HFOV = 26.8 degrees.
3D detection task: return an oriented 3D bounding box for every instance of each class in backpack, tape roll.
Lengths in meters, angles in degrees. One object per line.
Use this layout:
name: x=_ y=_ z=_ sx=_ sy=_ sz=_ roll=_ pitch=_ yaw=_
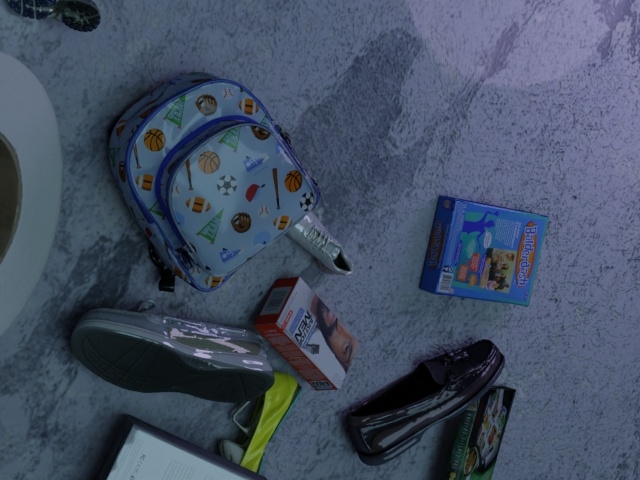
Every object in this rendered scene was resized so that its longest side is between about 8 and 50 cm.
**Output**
backpack: x=-0.154 y=-0.090 z=1.838 sx=0.276 sy=0.213 sz=0.263 roll=-41 pitch=109 yaw=-16
tape roll: x=-0.445 y=-0.044 z=1.610 sx=0.392 sy=0.072 sz=0.392 roll=11 pitch=90 yaw=-67

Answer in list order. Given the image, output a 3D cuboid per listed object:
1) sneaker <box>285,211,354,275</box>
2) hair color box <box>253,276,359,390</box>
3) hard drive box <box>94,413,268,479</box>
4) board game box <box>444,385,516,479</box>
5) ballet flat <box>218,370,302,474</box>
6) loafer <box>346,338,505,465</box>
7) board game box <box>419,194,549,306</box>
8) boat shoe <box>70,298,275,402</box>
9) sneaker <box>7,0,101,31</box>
sneaker: x=0.000 y=0.000 z=2.039 sx=0.152 sy=0.061 sz=0.054 roll=44 pitch=78 yaw=-31
hair color box: x=-0.019 y=0.143 z=2.047 sx=0.167 sy=0.053 sz=0.093 roll=49 pitch=51 yaw=-32
hard drive box: x=-0.210 y=0.382 z=1.926 sx=0.232 sy=0.089 sz=0.181 roll=28 pitch=87 yaw=-14
board game box: x=0.261 y=0.373 z=2.290 sx=0.136 sy=0.030 sz=0.260 roll=12 pitch=94 yaw=-59
ballet flat: x=-0.109 y=0.302 z=2.039 sx=0.077 sy=0.077 sz=0.231 roll=28 pitch=82 yaw=-13
loafer: x=0.172 y=0.245 z=2.185 sx=0.302 sy=0.109 sz=0.095 roll=-35 pitch=114 yaw=-19
board game box: x=0.273 y=0.019 z=2.230 sx=0.210 sy=0.047 sz=0.160 roll=10 pitch=95 yaw=-34
boat shoe: x=-0.210 y=0.150 z=1.918 sx=0.320 sy=0.103 sz=0.118 roll=15 pitch=134 yaw=-32
sneaker: x=-0.350 y=-0.312 z=1.746 sx=0.135 sy=0.058 sz=0.052 roll=23 pitch=113 yaw=-15
